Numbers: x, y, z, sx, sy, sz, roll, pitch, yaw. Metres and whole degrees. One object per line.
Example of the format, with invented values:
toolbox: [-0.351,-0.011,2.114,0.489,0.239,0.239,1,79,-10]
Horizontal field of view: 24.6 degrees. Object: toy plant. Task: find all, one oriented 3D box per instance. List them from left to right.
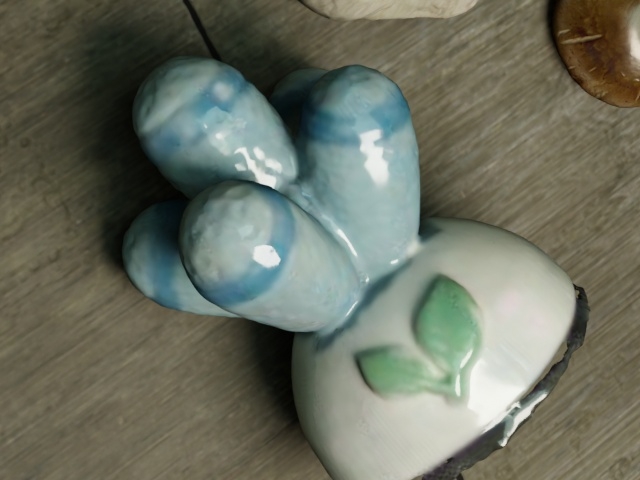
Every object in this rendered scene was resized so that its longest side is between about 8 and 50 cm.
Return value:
toy plant: [0.000,0.000,1.029,0.247,0.247,0.332,-46,104,-13]

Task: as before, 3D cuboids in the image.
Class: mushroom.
mushroom: [0.272,-0.172,1.195,0.170,0.080,0.135,8,102,-21]

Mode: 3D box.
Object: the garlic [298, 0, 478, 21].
garlic: [0.059,-0.250,1.022,0.218,0.212,0.219,-2,97,-17]
